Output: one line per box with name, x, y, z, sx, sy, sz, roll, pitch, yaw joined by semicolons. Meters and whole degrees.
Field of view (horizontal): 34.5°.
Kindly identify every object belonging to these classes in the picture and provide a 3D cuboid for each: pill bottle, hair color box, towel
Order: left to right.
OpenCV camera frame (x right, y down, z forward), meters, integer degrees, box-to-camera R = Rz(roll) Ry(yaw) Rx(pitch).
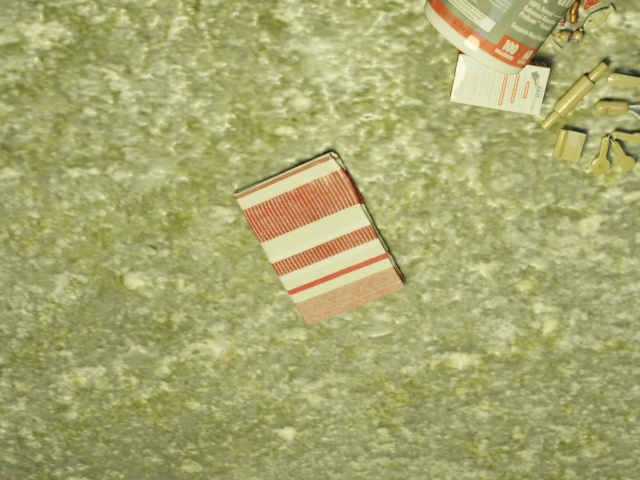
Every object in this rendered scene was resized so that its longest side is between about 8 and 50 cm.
towel;0.000;0.000;2.093;0.237;0.037;0.329;-22;110;19
hair color box;0.329;-0.293;1.898;0.167;0.053;0.093;10;115;3
pill bottle;0.353;-0.477;1.717;0.210;0.210;0.363;31;116;-8

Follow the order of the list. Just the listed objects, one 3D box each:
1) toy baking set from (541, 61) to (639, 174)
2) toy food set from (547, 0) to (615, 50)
toy baking set;0.544;-0.236;1.916;0.196;0.030;0.256;32;116;-12
toy food set;0.459;-0.397;1.849;0.122;0.019;0.078;-41;105;22
